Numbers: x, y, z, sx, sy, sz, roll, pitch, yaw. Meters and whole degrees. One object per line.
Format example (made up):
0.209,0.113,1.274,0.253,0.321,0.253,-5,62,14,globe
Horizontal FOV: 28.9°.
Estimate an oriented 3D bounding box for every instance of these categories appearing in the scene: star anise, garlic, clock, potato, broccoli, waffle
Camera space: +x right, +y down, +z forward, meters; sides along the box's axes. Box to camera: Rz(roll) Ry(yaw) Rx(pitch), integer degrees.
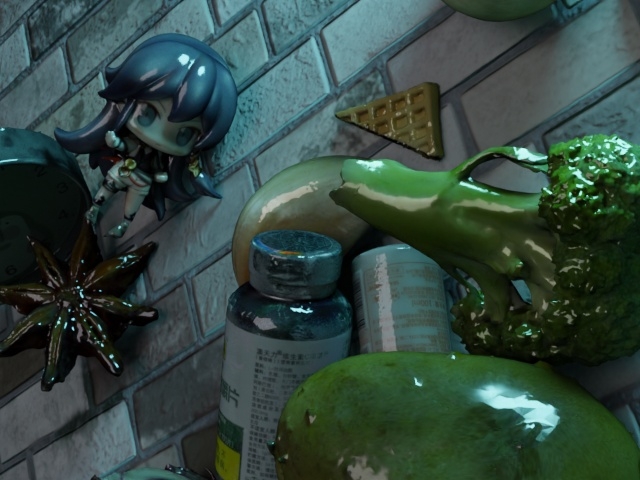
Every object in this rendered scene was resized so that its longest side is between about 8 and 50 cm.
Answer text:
-0.335,0.092,1.728,0.272,0.102,0.272,-4,63,8,star anise
-0.005,-0.014,1.442,0.245,0.145,0.164,-46,72,24,garlic
-0.473,-0.021,1.742,0.319,0.319,0.066,-50,56,23,clock
0.131,0.218,1.152,0.359,0.219,0.270,27,60,26,potato
0.202,0.011,1.219,0.302,0.186,0.254,8,126,43,broccoli
0.077,-0.125,1.458,0.152,0.023,0.097,-13,71,39,waffle

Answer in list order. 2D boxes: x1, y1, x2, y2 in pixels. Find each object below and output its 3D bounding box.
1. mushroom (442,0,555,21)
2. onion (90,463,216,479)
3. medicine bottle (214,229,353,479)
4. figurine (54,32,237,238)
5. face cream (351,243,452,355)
0.188,-0.368,1.311,0.260,0.234,0.254,62,166,-11,mushroom
-0.188,0.395,1.460,0.207,0.216,0.206,34,107,34,onion
-0.038,0.139,1.371,0.141,0.141,0.293,23,114,43,medicine bottle
-0.222,-0.149,1.645,0.265,0.175,0.197,-39,51,21,figurine
0.094,0.135,1.330,0.101,0.101,0.252,-21,68,38,face cream
